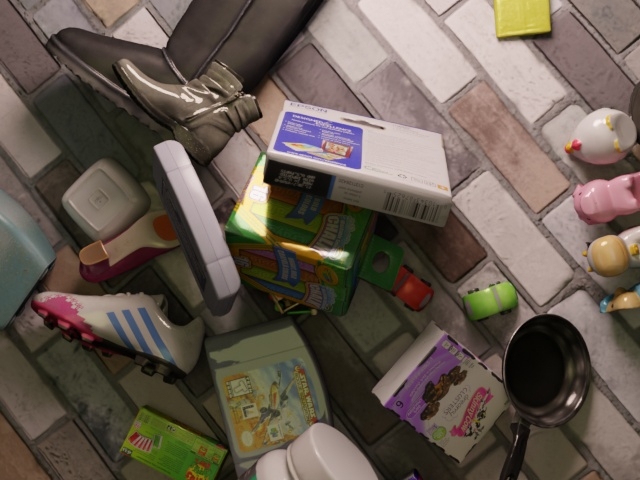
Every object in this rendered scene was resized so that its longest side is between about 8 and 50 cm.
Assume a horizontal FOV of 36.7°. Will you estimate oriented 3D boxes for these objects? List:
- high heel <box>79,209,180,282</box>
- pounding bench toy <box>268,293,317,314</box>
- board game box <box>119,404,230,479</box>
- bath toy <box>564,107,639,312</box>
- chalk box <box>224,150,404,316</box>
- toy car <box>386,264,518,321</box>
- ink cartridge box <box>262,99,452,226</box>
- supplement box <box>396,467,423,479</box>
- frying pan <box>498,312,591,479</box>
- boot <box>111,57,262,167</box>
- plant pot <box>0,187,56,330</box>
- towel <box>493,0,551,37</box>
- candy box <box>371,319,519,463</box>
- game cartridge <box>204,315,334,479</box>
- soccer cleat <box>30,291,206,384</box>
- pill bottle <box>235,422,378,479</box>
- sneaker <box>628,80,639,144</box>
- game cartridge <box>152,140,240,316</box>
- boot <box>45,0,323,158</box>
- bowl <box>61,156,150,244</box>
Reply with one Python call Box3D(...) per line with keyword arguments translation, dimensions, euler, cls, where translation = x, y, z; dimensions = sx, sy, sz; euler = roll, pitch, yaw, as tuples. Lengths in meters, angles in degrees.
Box3D(translation=(-0.335, 0.016, 1.814), dimensions=(0.244, 0.117, 0.082), euler=(-26, 75, -17), cls="high heel")
Box3D(translation=(-0.051, 0.113, 1.765), dimensions=(0.065, 0.052, 0.083), euler=(-31, 83, 4), cls="pounding bench toy")
Box3D(translation=(-0.266, 0.385, 1.776), dimensions=(0.181, 0.043, 0.092), euler=(25, 90, 8), cls="board game box")
Box3D(translation=(0.505, -0.053, 1.682), dimensions=(0.151, 0.129, 0.348), euler=(-11, 86, -38), cls="bath toy")
Box3D(translation=(0.000, 0.000, 1.675), dimensions=(0.289, 0.179, 0.180), euler=(17, 59, 8), cls="chalk box")
Box3D(translation=(0.245, 0.127, 1.729), dimensions=(0.225, 0.053, 0.239), euler=(-20, 84, 5), cls="toy car")
Box3D(translation=(0.066, -0.140, 1.646), dimensions=(0.304, 0.307, 0.072), euler=(12, 112, -1), cls="ink cartridge box")
Box3D(translation=(0.181, 0.526, 1.681), dimensions=(0.111, 0.114, 0.220), euler=(-34, 82, 3), cls="supplement box")
Box3D(translation=(0.381, 0.289, 1.663), dimensions=(0.197, 0.053, 0.326), euler=(10, 81, -27), cls="frying pan")
Box3D(translation=(-0.230, -0.262, 1.687), dimensions=(0.246, 0.083, 0.161), euler=(45, 84, -14), cls="boot")
Box3D(translation=(-0.629, 0.028, 1.752), dimensions=(0.252, 0.248, 0.247), euler=(34, 91, -10), cls="plant pot")
Box3D(translation=(0.365, -0.494, 1.775), dimensions=(0.102, 0.021, 0.237), euler=(-4, 87, 12), cls="towel")
Box3D(translation=(0.218, 0.264, 1.674), dimensions=(0.196, 0.070, 0.165), euler=(39, 91, -21), cls="candy box")
Box3D(translation=(-0.083, 0.297, 1.758), dimensions=(0.198, 0.062, 0.297), euler=(-16, 84, 9), cls="game cartridge")
Box3D(translation=(-0.367, 0.147, 1.784), dimensions=(0.331, 0.116, 0.143), euler=(22, 67, 9), cls="soccer cleat")
Box3D(translation=(-0.081, 0.487, 1.636), dimensions=(0.361, 0.204, 0.204), euler=(-44, 83, 14), cls="pill bottle")
Box3D(translation=(0.626, -0.294, 1.675), dimensions=(0.109, 0.130, 0.286), euler=(23, 90, 6), cls="sneaker")
Box3D(translation=(-0.218, -0.020, 1.682), dimensions=(0.060, 0.196, 0.294), euler=(-22, 80, -11), cls="game cartridge")
Box3D(translation=(-0.232, -0.424, 1.767), dimensions=(0.367, 0.146, 0.445), euler=(35, 96, -5), cls="boot")
Box3D(translation=(-0.410, -0.075, 1.820), dimensions=(0.142, 0.053, 0.142), euler=(-44, 83, 1), cls="bowl")
